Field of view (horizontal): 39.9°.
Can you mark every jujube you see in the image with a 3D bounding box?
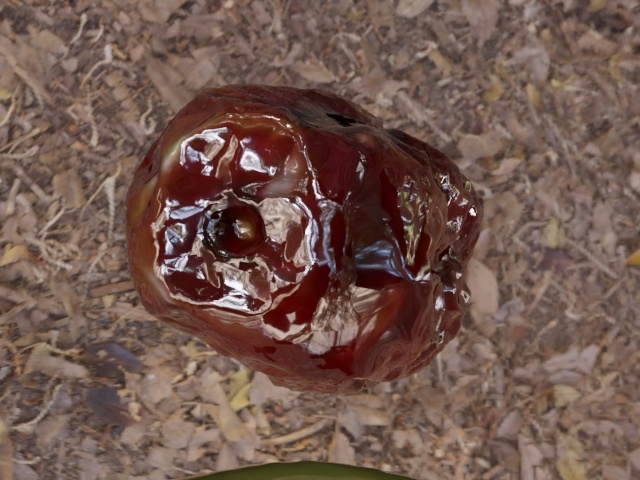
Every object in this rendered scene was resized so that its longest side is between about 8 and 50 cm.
[{"bbox_3d":[-0.001,-0.001,0.769,0.377,0.276,0.277,26,60,-71],"label":"jujube"}]

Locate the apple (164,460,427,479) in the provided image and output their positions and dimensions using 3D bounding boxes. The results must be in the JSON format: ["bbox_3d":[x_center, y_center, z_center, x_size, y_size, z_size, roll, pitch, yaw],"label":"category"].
[{"bbox_3d":[-0.009,0.255,0.286,0.357,0.357,0.357,7,77,-30],"label":"apple"}]
